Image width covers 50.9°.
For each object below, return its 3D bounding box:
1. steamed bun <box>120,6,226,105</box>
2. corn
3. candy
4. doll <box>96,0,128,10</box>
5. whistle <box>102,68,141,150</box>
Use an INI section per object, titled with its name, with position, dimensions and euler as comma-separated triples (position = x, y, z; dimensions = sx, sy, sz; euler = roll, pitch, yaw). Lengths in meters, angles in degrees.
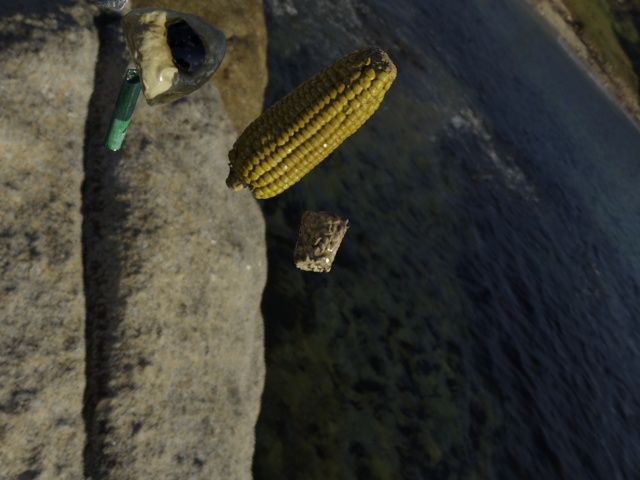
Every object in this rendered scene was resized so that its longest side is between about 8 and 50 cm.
[steamed bun]
position = -0.232, -0.309, 1.107
dimensions = 0.172, 0.155, 0.141
euler = 180, -107, -79
[corn]
position = -0.022, -0.178, 1.038
dimensions = 0.119, 0.322, 0.119
euler = 44, 19, -19
[candy]
position = 0.000, 0.000, 1.146
dimensions = 0.085, 0.110, 0.095
euler = 12, -8, 16
[doll]
position = -0.335, -0.489, 1.248
dimensions = 0.114, 0.057, 0.227
euler = 21, 52, 9
[whistle]
position = -0.373, -0.250, 1.277
dimensions = 0.039, 0.186, 0.039
euler = 19, 41, -18
